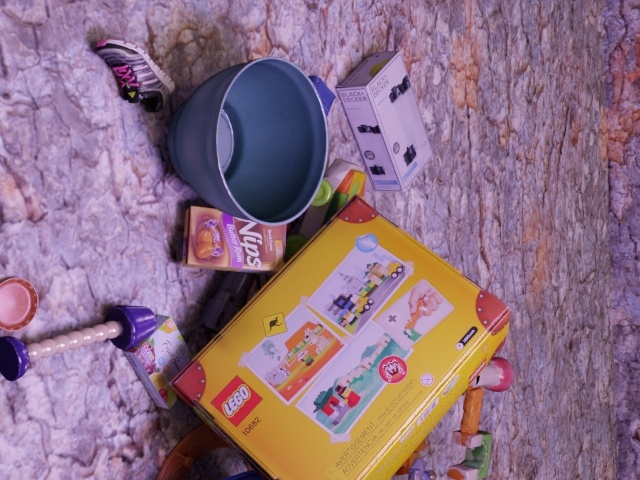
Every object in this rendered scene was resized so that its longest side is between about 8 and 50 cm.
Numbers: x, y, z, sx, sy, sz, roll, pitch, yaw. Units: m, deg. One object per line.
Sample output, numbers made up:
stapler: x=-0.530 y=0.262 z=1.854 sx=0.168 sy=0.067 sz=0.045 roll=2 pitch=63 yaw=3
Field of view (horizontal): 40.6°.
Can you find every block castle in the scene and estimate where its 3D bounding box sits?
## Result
block castle: x=0.291 y=0.492 z=2.111 sx=0.212 sy=0.303 sz=0.453 roll=9 pitch=88 yaw=-52

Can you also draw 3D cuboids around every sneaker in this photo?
sneaker: x=-0.314 y=-0.273 z=1.460 sx=0.170 sy=0.063 sz=0.075 roll=39 pitch=58 yaw=-51

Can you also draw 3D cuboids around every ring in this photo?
ring: x=-0.204 y=0.519 z=1.710 sx=0.336 sy=0.032 sz=0.337 roll=-9 pitch=101 yaw=-51

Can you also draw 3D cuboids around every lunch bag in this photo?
lunch bag: x=-0.021 y=-0.298 z=1.822 sx=0.098 sy=0.067 sz=0.065 roll=39 pitch=63 yaw=-45

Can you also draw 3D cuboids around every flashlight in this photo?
flashlight: x=-0.137 y=0.049 z=1.699 sx=0.103 sy=0.103 sz=0.304 roll=29 pitch=73 yaw=-22

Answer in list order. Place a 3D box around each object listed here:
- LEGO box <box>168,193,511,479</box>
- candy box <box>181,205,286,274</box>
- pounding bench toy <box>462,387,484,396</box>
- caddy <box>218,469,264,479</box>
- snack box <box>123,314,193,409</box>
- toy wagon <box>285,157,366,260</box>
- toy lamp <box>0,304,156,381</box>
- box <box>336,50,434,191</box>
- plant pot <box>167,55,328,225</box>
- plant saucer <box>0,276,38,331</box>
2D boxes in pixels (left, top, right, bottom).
LEGO box: x=0.044 y=0.223 z=1.580 sx=0.500 sy=0.372 sz=0.193 roll=-45 pitch=156 yaw=-15
candy box: x=-0.159 y=0.001 z=1.613 sx=0.186 sy=0.053 sz=0.109 roll=6 pitch=78 yaw=-22
pounding bench toy: x=0.414 y=0.417 z=2.445 sx=0.083 sy=0.065 sz=0.052 roll=-1 pitch=96 yaw=-51
caddy: x=-0.187 y=0.553 z=1.576 sx=0.341 sy=0.179 sz=0.241 roll=0 pitch=118 yaw=-51
snack box: x=-0.284 y=0.220 z=1.571 sx=0.100 sy=0.037 sz=0.141 roll=-50 pitch=130 yaw=-38
toy wagon: x=0.000 y=0.000 z=1.798 sx=0.344 sy=0.068 sz=0.267 roll=-70 pitch=165 yaw=6
toy lamp: x=-0.386 y=0.160 z=1.408 sx=0.274 sy=0.080 sz=0.080 roll=-15 pitch=105 yaw=-48
box: x=0.156 y=-0.276 z=2.030 sx=0.169 sy=0.087 sz=0.290 roll=-49 pitch=129 yaw=-37
plant pot: x=-0.150 y=-0.179 z=1.569 sx=0.293 sy=0.196 sz=0.293 roll=-8 pitch=100 yaw=-50
plant saucer: x=-0.475 y=0.098 z=1.338 sx=0.083 sy=0.013 sz=0.084 roll=-9 pitch=101 yaw=-51
